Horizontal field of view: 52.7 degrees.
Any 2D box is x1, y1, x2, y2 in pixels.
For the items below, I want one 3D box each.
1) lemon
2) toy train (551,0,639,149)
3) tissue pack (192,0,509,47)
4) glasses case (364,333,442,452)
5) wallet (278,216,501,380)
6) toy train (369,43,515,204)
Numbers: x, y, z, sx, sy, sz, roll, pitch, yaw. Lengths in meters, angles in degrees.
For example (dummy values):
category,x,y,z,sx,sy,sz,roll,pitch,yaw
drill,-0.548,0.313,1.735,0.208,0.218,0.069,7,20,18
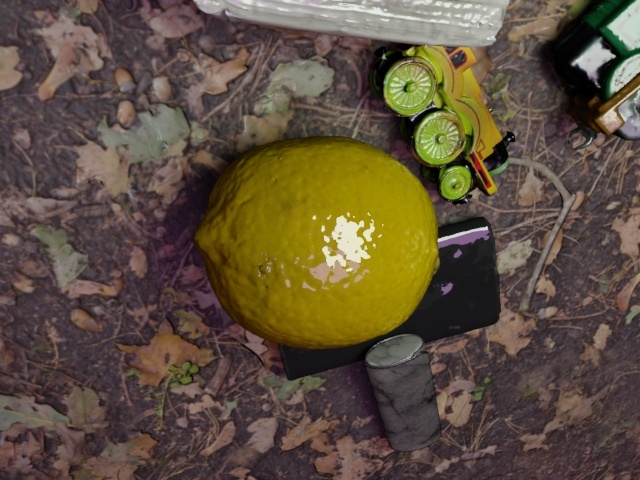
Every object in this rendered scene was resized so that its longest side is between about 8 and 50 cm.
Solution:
category,x,y,z,sx,sy,sz,roll,pitch,yaw
lemon,-0.002,0.000,0.920,0.336,0.336,0.335,-6,118,-11
toy train,0.509,-0.322,0.949,0.249,0.178,0.429,43,107,-8
tissue pack,0.020,-0.353,0.766,0.357,0.266,0.193,2,116,-15
glasses case,0.158,0.294,1.212,0.114,0.060,0.299,-19,132,-1
wallet,0.113,0.105,1.140,0.406,0.062,0.228,-15,120,-5
toy train,0.194,-0.189,0.988,0.161,0.100,0.296,-34,119,3
